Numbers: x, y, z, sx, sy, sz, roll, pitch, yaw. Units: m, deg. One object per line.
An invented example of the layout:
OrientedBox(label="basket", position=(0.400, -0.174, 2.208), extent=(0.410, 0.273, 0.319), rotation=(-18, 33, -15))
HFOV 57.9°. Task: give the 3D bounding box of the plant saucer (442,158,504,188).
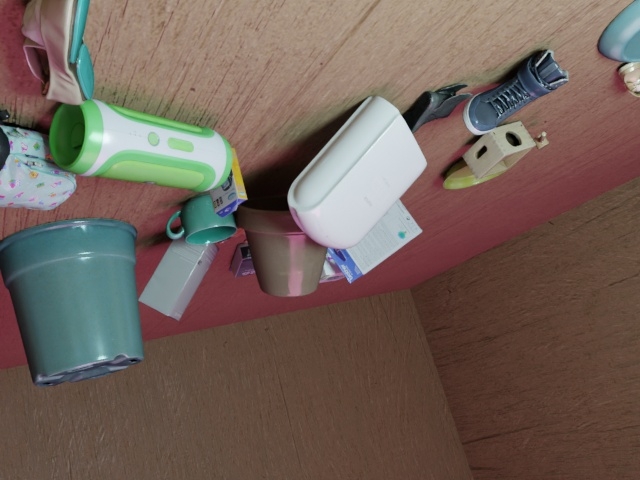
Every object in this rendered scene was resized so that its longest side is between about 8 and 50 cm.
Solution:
OrientedBox(label="plant saucer", position=(0.487, -0.225, 1.781), extent=(0.241, 0.037, 0.241), rotation=(-16, 166, -4))

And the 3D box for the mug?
OrientedBox(label="mug", position=(-0.287, -0.057, 1.416), extent=(0.129, 0.097, 0.158), rotation=(-26, 162, 33))

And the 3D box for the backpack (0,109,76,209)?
OrientedBox(label="backpack", position=(-0.491, -0.118, 0.934), extent=(0.152, 0.115, 0.182), rotation=(-26, 166, 21))

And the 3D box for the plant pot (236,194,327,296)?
OrientedBox(label="plant pot", position=(-0.078, 0.014, 1.458), extent=(0.263, 0.229, 0.263), rotation=(-1, -168, 0))

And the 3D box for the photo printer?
OrientedBox(label="photo printer", position=(0.076, -0.124, 1.247), extent=(0.307, 0.107, 0.256), rotation=(-48, 149, 0))

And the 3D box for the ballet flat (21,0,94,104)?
OrientedBox(label="ballet flat", position=(-0.330, -0.247, 0.722), extent=(0.086, 0.086, 0.248), rotation=(-10, 165, -23))

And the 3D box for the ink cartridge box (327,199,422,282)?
OrientedBox(label="ink cartridge box", position=(0.129, -0.021, 1.647), extent=(0.311, 0.185, 0.065), rotation=(-34, 177, -33))

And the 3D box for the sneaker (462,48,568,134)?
OrientedBox(label="sneaker", position=(0.406, -0.309, 1.194), extent=(0.226, 0.086, 0.163), rotation=(-36, -177, -29))

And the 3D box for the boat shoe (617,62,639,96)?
OrientedBox(label="boat shoe", position=(0.782, -0.397, 1.428), extent=(0.063, 0.059, 0.170), rotation=(-27, 162, 34))

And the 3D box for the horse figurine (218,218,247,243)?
OrientedBox(label="horse figurine", position=(-0.211, -0.030, 1.670), extent=(0.263, 0.066, 0.174), rotation=(-2, 165, -38))

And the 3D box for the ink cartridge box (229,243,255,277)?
OrientedBox(label="ink cartridge box", position=(-0.158, 0.060, 2.059), extent=(0.304, 0.072, 0.307), rotation=(-12, 163, -18))

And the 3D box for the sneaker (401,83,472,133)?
OrientedBox(label="sneaker", position=(0.247, -0.282, 1.270), extent=(0.089, 0.051, 0.170), rotation=(-5, 157, -27))

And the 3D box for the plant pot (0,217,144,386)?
OrientedBox(label="plant pot", position=(-0.596, 0.164, 1.426), extent=(0.341, 0.334, 0.341), rotation=(-15, 166, -4))

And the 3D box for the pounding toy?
OrientedBox(label="pounding toy", position=(0.521, -0.270, 1.561), extent=(0.206, 0.094, 0.181), rotation=(-19, 163, -29))

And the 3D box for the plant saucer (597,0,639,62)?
OrientedBox(label="plant saucer", position=(0.741, -0.459, 1.189), extent=(0.318, 0.043, 0.317), rotation=(-15, 165, -4))

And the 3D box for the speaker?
OrientedBox(label="speaker", position=(-0.295, -0.156, 0.991), extent=(0.131, 0.131, 0.297), rotation=(-27, 163, 33))

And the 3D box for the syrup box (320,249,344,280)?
OrientedBox(label="syrup box", position=(0.000, 0.000, 1.670), extent=(0.093, 0.236, 0.096), rotation=(-5, 162, -35))

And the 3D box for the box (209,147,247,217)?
OrientedBox(label="box", position=(-0.199, -0.118, 1.212), extent=(0.081, 0.136, 0.028), rotation=(-27, 163, 36))

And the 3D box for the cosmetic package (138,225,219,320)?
OrientedBox(label="cosmetic package", position=(-0.387, 0.093, 1.595), extent=(0.107, 0.238, 0.127), rotation=(23, 169, 7))
